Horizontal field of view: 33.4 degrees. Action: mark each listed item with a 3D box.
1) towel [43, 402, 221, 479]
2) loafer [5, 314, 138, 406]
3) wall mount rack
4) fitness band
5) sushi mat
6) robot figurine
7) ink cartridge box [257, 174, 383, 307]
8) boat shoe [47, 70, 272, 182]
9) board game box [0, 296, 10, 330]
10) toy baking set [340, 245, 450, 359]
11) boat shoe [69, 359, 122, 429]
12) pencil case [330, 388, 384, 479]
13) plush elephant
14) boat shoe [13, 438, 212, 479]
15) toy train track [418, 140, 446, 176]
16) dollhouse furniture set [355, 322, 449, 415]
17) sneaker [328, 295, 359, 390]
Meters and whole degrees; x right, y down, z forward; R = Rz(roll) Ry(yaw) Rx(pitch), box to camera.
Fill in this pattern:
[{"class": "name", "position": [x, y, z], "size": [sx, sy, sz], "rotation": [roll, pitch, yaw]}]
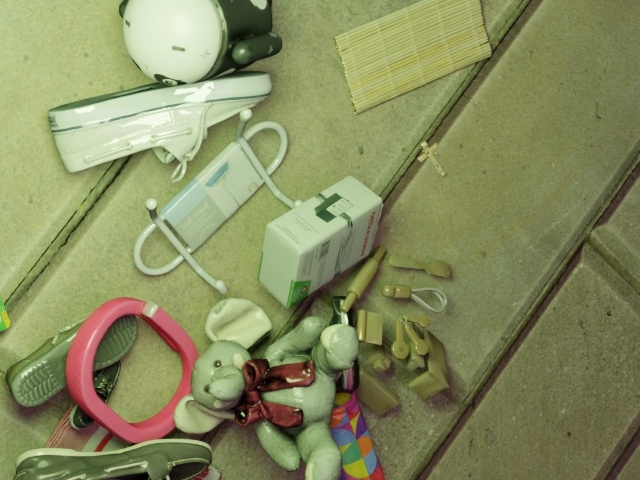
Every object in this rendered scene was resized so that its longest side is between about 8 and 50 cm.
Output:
[{"class": "towel", "position": [-0.357, 0.452, 1.881], "size": [0.329, 0.037, 0.237], "rotation": [30, 88, -28]}, {"class": "loafer", "position": [-0.415, 0.179, 1.764], "size": [0.251, 0.087, 0.094], "rotation": [-30, 121, -36]}, {"class": "wall mount rack", "position": [-0.169, -0.075, 1.762], "size": [0.350, 0.130, 0.304], "rotation": [-46, 142, -10]}, {"class": "fitness band", "position": [-0.307, 0.221, 1.789], "size": [0.209, 0.054, 0.291], "rotation": [-58, 141, -20]}, {"class": "sushi mat", "position": [0.177, -0.358, 1.971], "size": [0.316, 0.019, 0.151], "rotation": [-26, 110, -19]}, {"class": "robot figurine", "position": [-0.186, -0.336, 1.675], "size": [0.278, 0.209, 0.174], "rotation": [-33, 102, -56]}, {"class": "ink cartridge box", "position": [0.000, 0.000, 1.863], "size": [0.208, 0.087, 0.153], "rotation": [-32, 150, -34]}, {"class": "boat shoe", "position": [-0.245, -0.175, 1.740], "size": [0.367, 0.136, 0.157], "rotation": [-16, 108, -19]}, {"class": "board game box", "position": [-0.631, 0.125, 1.674], "size": [0.259, 0.039, 0.124], "rotation": [-20, 110, -18]}, {"class": "toy baking set", "position": [0.146, 0.110, 2.014], "size": [0.196, 0.030, 0.256], "rotation": [39, 58, -15]}, {"class": "boat shoe", "position": [-0.372, 0.256, 1.803], "size": [0.049, 0.040, 0.142], "rotation": [39, 62, -25]}, {"class": "pencil case", "position": [0.050, 0.396, 2.032], "size": [0.104, 0.104, 0.236], "rotation": [-23, 109, -20]}, {"class": "plush elephant", "position": [-0.106, 0.245, 1.819], "size": [0.255, 0.330, 0.272], "rotation": [9, 92, -16]}, {"class": "boat shoe", "position": [-0.339, 0.402, 1.782], "size": [0.335, 0.096, 0.112], "rotation": [0, 137, -22]}, {"class": "toy train track", "position": [0.217, -0.154, 2.038], "size": [0.048, 0.014, 0.083], "rotation": [-42, 116, -12]}, {"class": "dollhouse furniture set", "position": [0.143, 0.240, 2.083], "size": [0.151, 0.123, 0.144], "rotation": [-35, 120, 24]}, {"class": "sneaker", "position": [0.026, 0.193, 1.992], "size": [0.077, 0.072, 0.178], "rotation": [-3, 85, 14]}]
